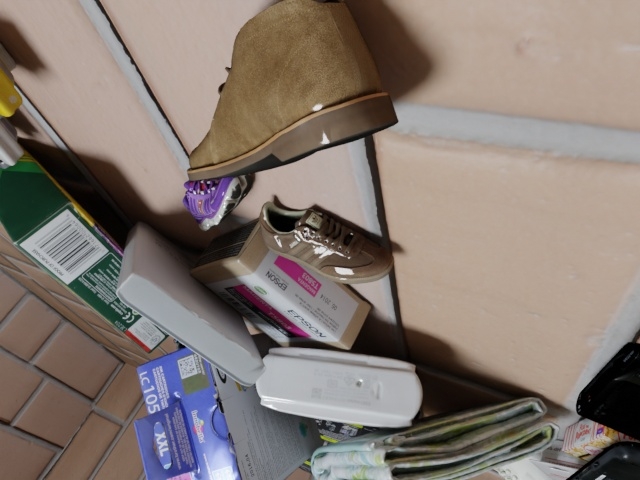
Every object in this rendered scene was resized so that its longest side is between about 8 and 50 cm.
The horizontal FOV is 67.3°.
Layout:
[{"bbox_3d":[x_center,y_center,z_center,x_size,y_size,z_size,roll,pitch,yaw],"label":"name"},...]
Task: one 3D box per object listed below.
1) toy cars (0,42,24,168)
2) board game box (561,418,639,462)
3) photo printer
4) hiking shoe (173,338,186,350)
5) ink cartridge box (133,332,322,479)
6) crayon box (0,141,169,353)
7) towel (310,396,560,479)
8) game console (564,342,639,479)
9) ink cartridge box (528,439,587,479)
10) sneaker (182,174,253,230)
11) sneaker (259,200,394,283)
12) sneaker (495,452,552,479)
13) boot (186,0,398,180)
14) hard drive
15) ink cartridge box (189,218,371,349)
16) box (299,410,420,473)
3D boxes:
[{"bbox_3d":[-0.502,-0.213,0.708,0.176,0.087,0.394,45,152,-17],"label":"toy cars"},{"bbox_3d":[0.491,0.329,0.719,0.194,0.045,0.146,22,151,13],"label":"board game box"},{"bbox_3d":[0.048,0.263,0.858,0.256,0.106,0.307,4,163,11],"label":"photo printer"},{"bbox_3d":[-0.324,0.204,1.162,0.304,0.132,0.113,-9,133,49],"label":"hiking shoe"},{"bbox_3d":[-0.162,0.318,0.881,0.151,0.269,0.395,-23,167,15],"label":"ink cartridge box"},{"bbox_3d":[-0.451,0.015,0.907,0.313,0.106,0.362,33,158,36],"label":"crayon box"},{"bbox_3d":[0.174,0.365,0.842,0.321,0.090,0.374,-6,158,-19],"label":"towel"},{"bbox_3d":[0.422,0.280,0.630,0.213,0.044,0.361,22,137,15],"label":"game console"},{"bbox_3d":[0.469,0.411,0.857,0.180,0.060,0.104,41,150,-21],"label":"ink cartridge box"},{"bbox_3d":[-0.151,-0.060,0.653,0.071,0.068,0.170,45,149,-15],"label":"sneaker"},{"bbox_3d":[0.000,0.000,0.612,0.189,0.066,0.071,14,143,24],"label":"sneaker"},{"bbox_3d":[0.423,0.489,0.965,0.290,0.123,0.105,22,153,15],"label":"sneaker"},{"bbox_3d":[-0.055,-0.125,0.461,0.305,0.112,0.115,-8,104,55],"label":"boot"},{"bbox_3d":[-0.222,0.085,0.803,0.233,0.047,0.353,43,176,-23],"label":"hard drive"},{"bbox_3d":[-0.069,0.081,0.783,0.235,0.088,0.193,42,150,-21],"label":"ink cartridge box"},{"bbox_3d":[0.075,0.460,1.130,0.270,0.216,0.060,-4,138,44],"label":"box"}]
